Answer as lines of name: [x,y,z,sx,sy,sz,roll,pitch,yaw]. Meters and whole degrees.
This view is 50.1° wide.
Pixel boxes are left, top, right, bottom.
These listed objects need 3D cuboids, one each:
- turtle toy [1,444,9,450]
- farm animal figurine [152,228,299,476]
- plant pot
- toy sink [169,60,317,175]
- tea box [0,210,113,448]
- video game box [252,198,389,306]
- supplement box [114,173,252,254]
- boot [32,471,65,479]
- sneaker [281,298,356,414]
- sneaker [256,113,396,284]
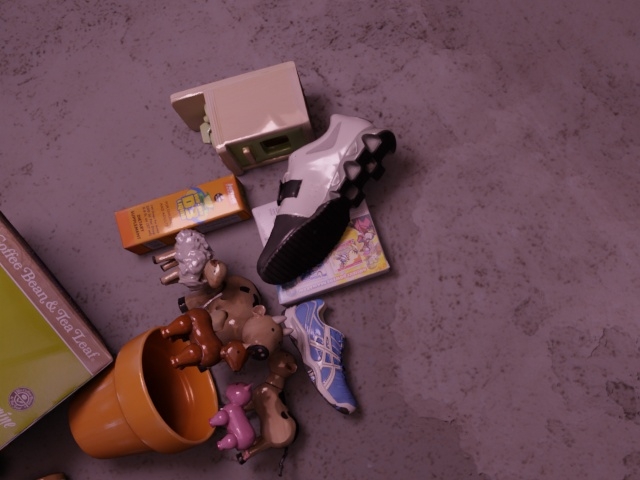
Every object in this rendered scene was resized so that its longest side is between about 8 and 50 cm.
turtle toy: [-0.611,0.376,1.217,0.095,0.066,0.130,-39,76,-3]
farm animal figurine: [-0.125,0.172,1.131,0.172,0.330,0.327,-23,44,-2]
plant pot: [-0.307,0.274,1.148,0.188,0.205,0.205,-27,75,16]
toy sink: [-0.134,-0.208,1.250,0.234,0.153,0.131,-14,76,3]
tea box: [-0.567,0.152,1.093,0.323,0.220,0.329,-38,103,-16]
video game box: [0.000,0.000,1.239,0.205,0.048,0.187,-18,73,3]
supplement box: [-0.251,-0.048,1.265,0.233,0.080,0.078,-18,78,0]
boot: [-0.529,0.537,1.161,0.262,0.095,0.203,-24,77,-2]
sneaker: [0.010,0.196,1.175,0.081,0.080,0.211,-29,76,2]
sneaker: [-0.019,-0.076,1.189,0.146,0.122,0.330,33,83,32]
